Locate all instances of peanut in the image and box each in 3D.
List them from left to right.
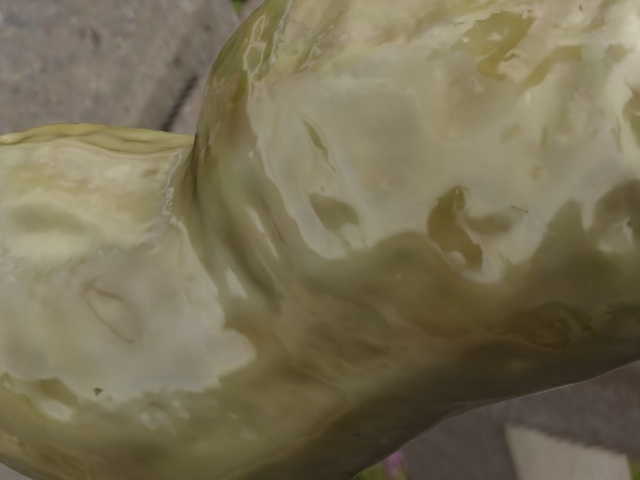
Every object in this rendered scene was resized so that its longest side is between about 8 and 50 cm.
[{"bbox_3d":[0.000,0.000,0.421,0.229,0.098,0.103,-24,85,31],"label":"peanut"}]
